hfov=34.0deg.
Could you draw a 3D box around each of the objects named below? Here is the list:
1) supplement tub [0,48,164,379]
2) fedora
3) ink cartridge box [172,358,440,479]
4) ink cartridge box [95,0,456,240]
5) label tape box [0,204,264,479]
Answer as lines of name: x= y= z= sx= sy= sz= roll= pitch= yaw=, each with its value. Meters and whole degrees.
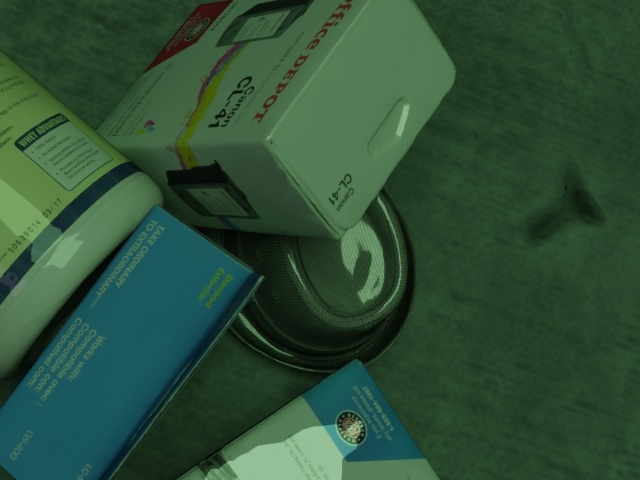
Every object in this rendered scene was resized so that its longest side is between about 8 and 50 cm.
supplement tub: x=-0.335 y=-0.057 z=0.963 sx=0.325 sy=0.235 sz=0.235 roll=41 pitch=67 yaw=-1
fedora: x=0.000 y=0.000 z=1.103 sx=0.243 sy=0.124 sz=0.276 roll=-11 pitch=77 yaw=-19
ink cartridge box: x=-0.038 y=0.294 z=1.001 sx=0.307 sy=0.129 sz=0.223 roll=-31 pitch=85 yaw=-22
ink cartridge box: x=-0.056 y=-0.129 z=1.022 sx=0.131 sy=0.306 sz=0.226 roll=50 pitch=62 yaw=-31
label tape box: x=-0.167 y=0.094 z=0.885 sx=0.106 sy=0.333 sz=0.241 roll=37 pitch=83 yaw=-4
